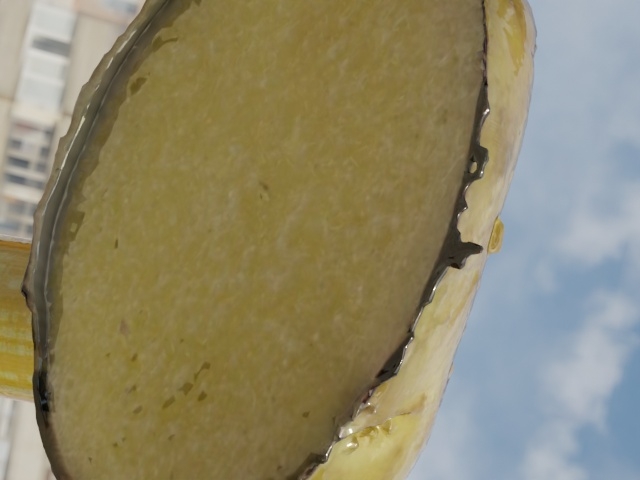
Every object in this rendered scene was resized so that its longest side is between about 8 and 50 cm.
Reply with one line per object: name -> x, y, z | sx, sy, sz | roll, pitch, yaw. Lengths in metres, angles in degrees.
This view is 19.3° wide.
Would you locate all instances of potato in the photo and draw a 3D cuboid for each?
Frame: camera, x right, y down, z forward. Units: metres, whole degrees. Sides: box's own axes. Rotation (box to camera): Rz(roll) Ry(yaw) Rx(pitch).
potato -> 0.000, 0.000, 0.549 | 0.164, 0.081, 0.200 | 20, -91, 42

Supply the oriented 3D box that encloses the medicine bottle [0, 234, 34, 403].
medicine bottle -> -0.226, 0.036, 1.077 | 0.426, 0.108, 0.108 | 7, -98, 28
